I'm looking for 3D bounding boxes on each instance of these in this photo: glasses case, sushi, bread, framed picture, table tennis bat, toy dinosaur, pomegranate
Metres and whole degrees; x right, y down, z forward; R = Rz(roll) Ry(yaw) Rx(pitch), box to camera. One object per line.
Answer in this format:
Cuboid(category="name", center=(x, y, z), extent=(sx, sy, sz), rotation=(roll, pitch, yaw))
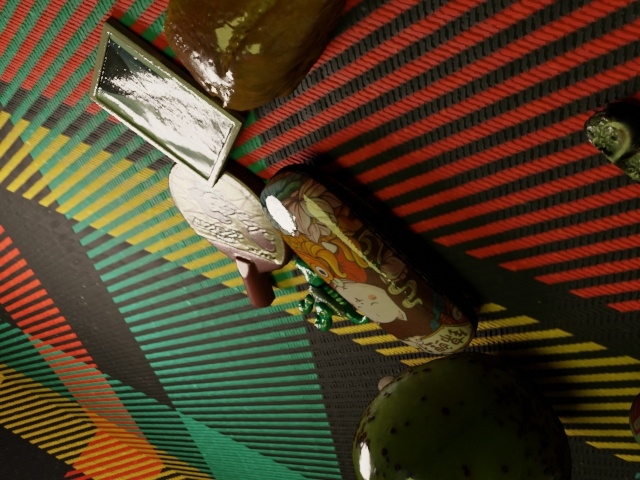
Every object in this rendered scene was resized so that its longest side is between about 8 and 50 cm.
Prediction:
Cuboid(category="glasses case", center=(0.061, 0.028, 1.029), extent=(0.321, 0.082, 0.122), rotation=(42, 149, -15))
Cuboid(category="sushi", center=(0.265, -0.086, 0.701), extent=(0.083, 0.044, 0.046), rotation=(37, 130, -10))
Cuboid(category="bread", center=(-0.063, -0.197, 0.757), extent=(0.129, 0.134, 0.260), rotation=(36, 152, -2))
Cuboid(category="framed picture", center=(-0.194, -0.164, 1.038), extent=(0.203, 0.015, 0.150), rotation=(37, 145, 0))
Cuboid(category="table tennis bat", center=(-0.117, -0.011, 1.208), extent=(0.200, 0.038, 0.310), rotation=(19, 145, 28))
Cuboid(category="toy dinosaur", center=(0.014, 0.078, 1.189), extent=(0.132, 0.059, 0.096), rotation=(35, 147, 15))
Cuboid(category="pomegranate", center=(0.173, 0.269, 1.149), extent=(0.285, 0.285, 0.340), rotation=(46, -178, -22))

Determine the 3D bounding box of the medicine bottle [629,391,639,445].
Cuboid(category="medicine bottle", center=(0.397, 0.156, 0.870), extent=(0.090, 0.090, 0.216), rotation=(26, 150, 14))
